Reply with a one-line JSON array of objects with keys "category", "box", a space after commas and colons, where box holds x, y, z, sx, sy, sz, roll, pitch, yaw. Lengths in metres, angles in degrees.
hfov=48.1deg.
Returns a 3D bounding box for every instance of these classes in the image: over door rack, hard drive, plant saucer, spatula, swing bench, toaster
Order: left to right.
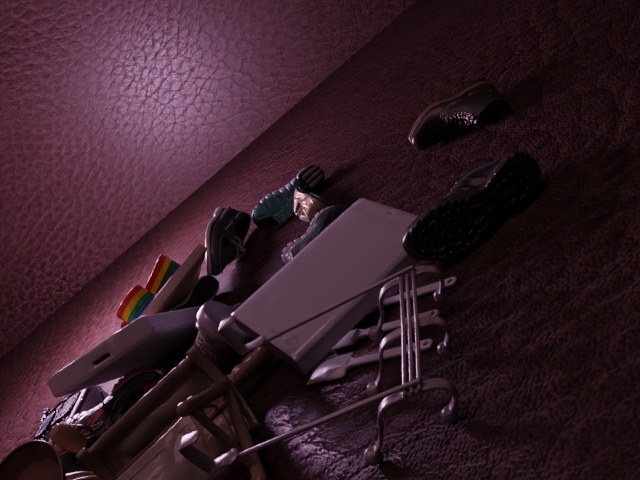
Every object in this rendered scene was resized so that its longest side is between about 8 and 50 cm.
[{"category": "plant saucer", "box": [-0.442, 0.401, 1.072, 0.198, 0.036, 0.199, -19, 54, 28]}, {"category": "toaster", "box": [-0.540, 0.411, 1.565, 0.168, 0.110, 0.186, -38, 19, 14]}, {"category": "hard drive", "box": [-0.364, 0.217, 1.464, 0.233, 0.047, 0.353, -34, -7, 8]}, {"category": "swing bench", "box": [-0.221, 0.320, 1.018, 0.253, 0.165, 0.255, -43, 10, 1]}, {"category": "over door rack", "box": [0.012, 0.166, 0.898, 0.324, 0.108, 0.240, -17, 28, 15]}, {"category": "hard drive", "box": [0.023, 0.059, 1.142, 0.307, 0.040, 0.203, -42, 34, -18]}, {"category": "spatula", "box": [0.087, 0.124, 1.040, 0.242, 0.019, 0.168, -25, 24, 44]}]

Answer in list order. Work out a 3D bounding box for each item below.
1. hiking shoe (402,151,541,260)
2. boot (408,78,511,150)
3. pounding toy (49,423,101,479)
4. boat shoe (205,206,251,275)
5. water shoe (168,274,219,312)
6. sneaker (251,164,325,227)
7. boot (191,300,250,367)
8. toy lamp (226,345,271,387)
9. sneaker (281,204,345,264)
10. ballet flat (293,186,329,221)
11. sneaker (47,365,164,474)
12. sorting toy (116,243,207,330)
[{"category": "hiking shoe", "box": [0.222, -0.048, 1.074, 0.226, 0.086, 0.114, -34, 5, 8]}, {"category": "boot", "box": [0.267, -0.234, 1.397, 0.198, 0.077, 0.137, -40, 23, 13]}, {"category": "pounding toy", "box": [-0.423, 0.455, 1.186, 0.154, 0.154, 0.270, -15, 52, 55]}, {"category": "boat shoe", "box": [-0.241, -0.003, 1.876, 0.099, 0.116, 0.319, 3, 24, -1]}, {"category": "water shoe", "box": [-0.312, 0.176, 1.722, 0.203, 0.073, 0.080, -50, -7, -22]}, {"category": "sneaker", "box": [-0.075, -0.108, 1.860, 0.223, 0.083, 0.098, -35, -2, 9]}, {"category": "boot", "box": [-0.184, 0.182, 1.284, 0.123, 0.095, 0.258, -50, -13, 3]}, {"category": "toy lamp", "box": [-0.110, 0.197, 1.194, 0.275, 0.080, 0.080, -46, 18, -7]}, {"category": "sneaker", "box": [0.000, 0.000, 1.467, 0.166, 0.065, 0.076, -48, 35, -7]}, {"category": "ballet flat", "box": [-0.034, -0.083, 1.696, 0.067, 0.073, 0.206, -57, 14, 2]}, {"category": "sneaker", "box": [-0.421, 0.369, 1.395, 0.299, 0.121, 0.112, -48, 20, -16]}, {"category": "sorting toy", "box": [-0.397, 0.146, 1.736, 0.257, 0.089, 0.255, -56, -4, -37]}]
